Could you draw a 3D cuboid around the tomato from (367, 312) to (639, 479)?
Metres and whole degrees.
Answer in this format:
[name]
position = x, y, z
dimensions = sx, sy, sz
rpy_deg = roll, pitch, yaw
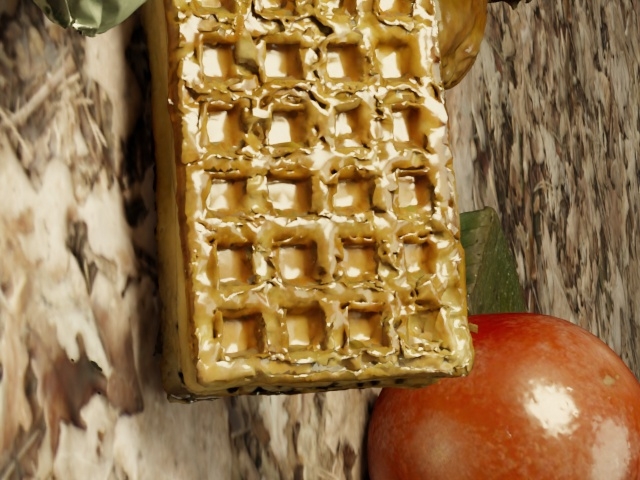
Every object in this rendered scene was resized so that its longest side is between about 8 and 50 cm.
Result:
[tomato]
position = 0.171, 0.184, 1.457
dimensions = 0.265, 0.265, 0.264
rpy_deg = -7, 90, -70

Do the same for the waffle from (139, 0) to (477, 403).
[waffle]
position = -0.013, -0.048, 1.117
dimensions = 0.091, 0.213, 0.308
rpy_deg = 155, -68, -64

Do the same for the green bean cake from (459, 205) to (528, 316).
[green bean cake]
position = 0.147, 0.079, 1.670
dimensions = 0.181, 0.094, 0.173
rpy_deg = -71, 147, -49

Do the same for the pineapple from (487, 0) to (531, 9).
[pineapple]
position = 0.134, -0.385, 1.732
dimensions = 0.361, 0.175, 0.175
rpy_deg = 34, 51, -44

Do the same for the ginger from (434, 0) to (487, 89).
[ginger]
position = 0.072, -0.217, 1.463
dimensions = 0.165, 0.172, 0.321
rpy_deg = -64, 180, 32

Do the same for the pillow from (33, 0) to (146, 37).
[pillow]
position = -0.134, -0.281, 0.949
dimensions = 0.310, 0.138, 0.283
rpy_deg = -69, 147, -57
